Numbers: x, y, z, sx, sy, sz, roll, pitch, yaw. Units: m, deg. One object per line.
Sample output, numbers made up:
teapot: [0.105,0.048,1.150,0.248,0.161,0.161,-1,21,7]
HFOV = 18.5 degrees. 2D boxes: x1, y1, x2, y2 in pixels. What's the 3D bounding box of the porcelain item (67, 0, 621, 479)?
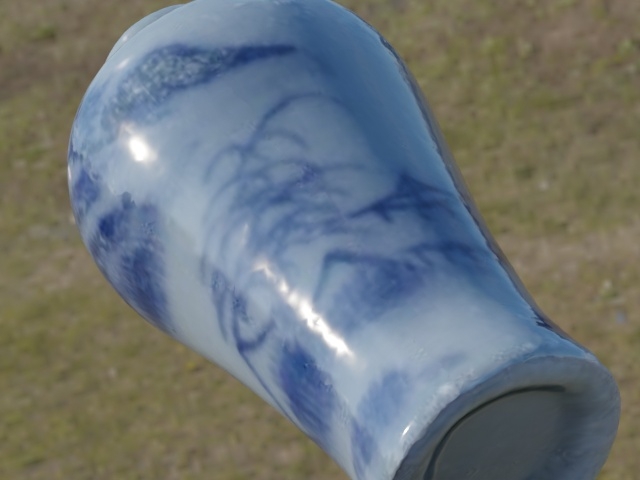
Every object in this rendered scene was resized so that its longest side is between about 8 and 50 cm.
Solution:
porcelain item: [0.000,0.000,0.699,0.141,0.141,0.259,-18,41,-24]
